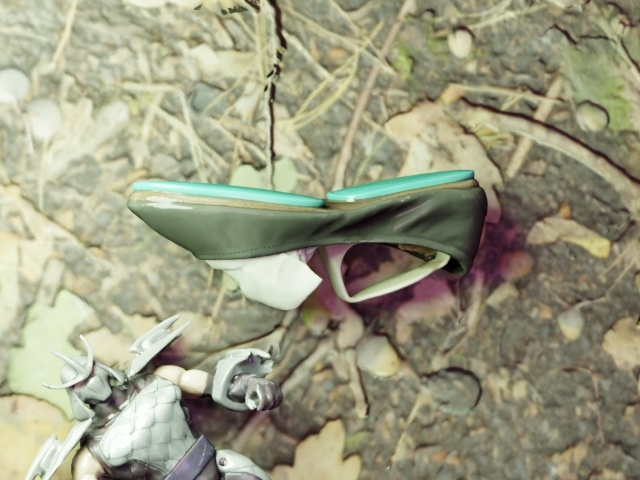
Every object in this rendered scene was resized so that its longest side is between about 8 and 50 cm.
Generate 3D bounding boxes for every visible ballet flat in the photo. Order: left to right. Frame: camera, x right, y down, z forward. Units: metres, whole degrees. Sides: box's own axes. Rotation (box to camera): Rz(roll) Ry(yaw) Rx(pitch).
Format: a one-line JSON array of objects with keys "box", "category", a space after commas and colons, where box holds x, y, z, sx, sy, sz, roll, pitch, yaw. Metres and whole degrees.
[{"box": [0.000, 0.000, 0.922, 0.281, 0.095, 0.096, -3, 94, -22], "category": "ballet flat"}]

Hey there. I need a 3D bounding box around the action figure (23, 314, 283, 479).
[{"box": [-0.074, 0.168, 0.862, 0.285, 0.099, 0.185, 44, 74, -6], "category": "action figure"}]
